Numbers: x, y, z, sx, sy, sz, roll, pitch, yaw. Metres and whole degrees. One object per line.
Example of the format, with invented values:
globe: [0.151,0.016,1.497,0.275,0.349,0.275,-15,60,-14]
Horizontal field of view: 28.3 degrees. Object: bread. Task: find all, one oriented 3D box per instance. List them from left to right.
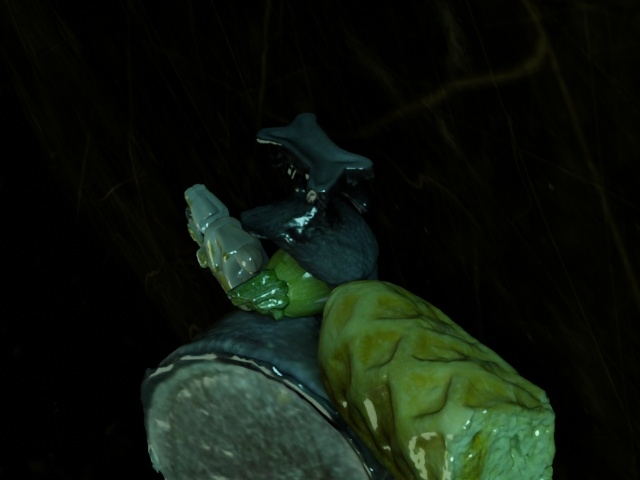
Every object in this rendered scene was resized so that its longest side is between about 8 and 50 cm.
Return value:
bread: [0.085,0.127,1.066,0.268,0.130,0.152,41,162,54]

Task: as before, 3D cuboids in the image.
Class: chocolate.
chocolate: [-0.015,0.186,1.361,0.303,0.213,0.303,18,129,23]

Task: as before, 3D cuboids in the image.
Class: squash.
squash: [-0.028,0.045,1.269,0.105,0.132,0.105,53,163,24]

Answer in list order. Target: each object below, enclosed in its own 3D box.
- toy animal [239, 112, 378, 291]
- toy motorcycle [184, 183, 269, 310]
toy animal: [-0.001,0.004,1.135,0.121,0.117,0.210,36,152,43]
toy motorcycle: [-0.107,0.028,1.637,0.228,0.074,0.151,57,163,13]
